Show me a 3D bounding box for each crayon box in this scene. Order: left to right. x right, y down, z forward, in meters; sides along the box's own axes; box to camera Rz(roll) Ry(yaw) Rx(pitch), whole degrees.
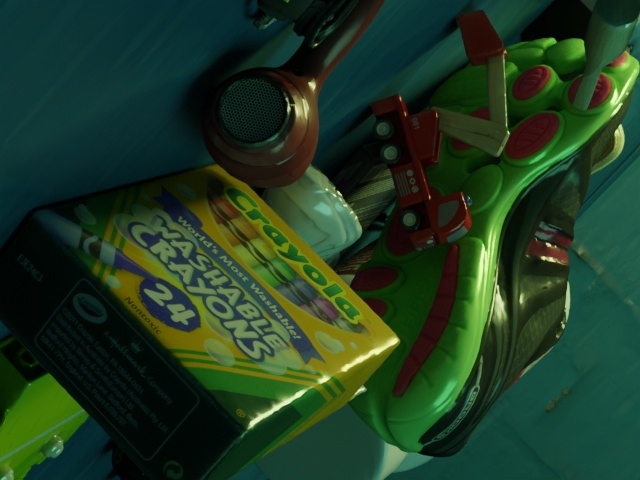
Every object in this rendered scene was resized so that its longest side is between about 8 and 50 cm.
[{"bbox_3d":[-0.074,0.051,1.289,0.083,0.203,0.323,-50,168,22],"label":"crayon box"}]

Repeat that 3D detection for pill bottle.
[{"bbox_3d":[0.088,0.112,1.911,0.392,0.224,0.224,-33,164,-50],"label":"pill bottle"}]

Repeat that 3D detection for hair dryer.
[{"bbox_3d":[0.007,-0.125,1.262,0.223,0.080,0.293,-35,166,-42],"label":"hair dryer"}]

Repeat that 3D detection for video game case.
[{"bbox_3d":[0.000,0.000,1.830,0.274,0.026,0.196,-48,168,21],"label":"video game case"}]

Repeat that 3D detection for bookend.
[{"bbox_3d":[0.297,-0.232,1.931,0.156,0.072,0.157,-45,169,-2],"label":"bookend"}]

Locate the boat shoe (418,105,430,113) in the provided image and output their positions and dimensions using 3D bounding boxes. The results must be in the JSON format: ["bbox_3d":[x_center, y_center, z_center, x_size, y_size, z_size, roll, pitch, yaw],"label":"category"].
[{"bbox_3d":[0.129,-0.124,1.814,0.100,0.035,0.035,-29,160,-54],"label":"boat shoe"}]

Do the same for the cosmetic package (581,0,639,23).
[{"bbox_3d":[0.259,-0.340,1.174,0.230,0.161,0.453,-42,168,-12],"label":"cosmetic package"}]

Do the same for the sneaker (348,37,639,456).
[{"bbox_3d":[0.165,-0.003,1.737,0.483,0.185,0.202,-57,146,-22],"label":"sneaker"}]

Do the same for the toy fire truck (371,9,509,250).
[{"bbox_3d":[0.119,-0.098,1.612,0.135,0.192,0.047,-17,171,8],"label":"toy fire truck"}]

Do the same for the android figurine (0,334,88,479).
[{"bbox_3d":[-0.222,0.124,1.412,0.248,0.056,0.273,-29,159,-54],"label":"android figurine"}]

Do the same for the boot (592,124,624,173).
[{"bbox_3d":[0.214,-0.095,1.939,0.213,0.077,0.165,-10,177,21],"label":"boot"}]

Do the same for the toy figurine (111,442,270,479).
[{"bbox_3d":[-0.120,0.278,1.930,0.148,0.209,0.213,-35,166,-18],"label":"toy figurine"}]

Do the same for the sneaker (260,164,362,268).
[{"bbox_3d":[-0.036,0.005,1.567,0.115,0.090,0.232,-38,166,-16],"label":"sneaker"}]

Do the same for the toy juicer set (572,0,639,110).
[{"bbox_3d":[0.286,-0.192,1.163,0.329,0.089,0.209,-47,169,13],"label":"toy juicer set"}]
